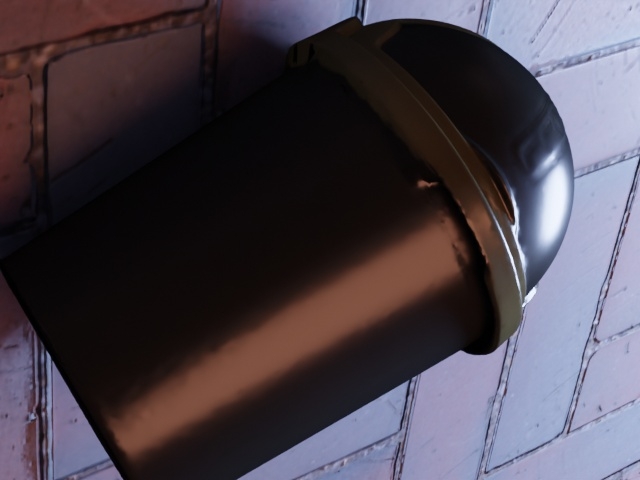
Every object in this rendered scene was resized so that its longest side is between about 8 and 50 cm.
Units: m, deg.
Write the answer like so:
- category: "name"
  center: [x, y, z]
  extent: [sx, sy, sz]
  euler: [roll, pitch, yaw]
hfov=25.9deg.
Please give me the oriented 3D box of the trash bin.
- category: "trash bin"
  center: [0.000, 0.000, 0.806]
  extent: [0.334, 0.214, 0.214]
  euler: [-30, 138, -14]
